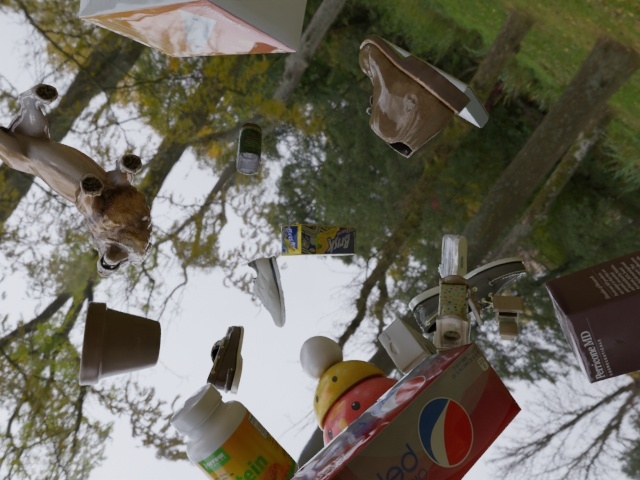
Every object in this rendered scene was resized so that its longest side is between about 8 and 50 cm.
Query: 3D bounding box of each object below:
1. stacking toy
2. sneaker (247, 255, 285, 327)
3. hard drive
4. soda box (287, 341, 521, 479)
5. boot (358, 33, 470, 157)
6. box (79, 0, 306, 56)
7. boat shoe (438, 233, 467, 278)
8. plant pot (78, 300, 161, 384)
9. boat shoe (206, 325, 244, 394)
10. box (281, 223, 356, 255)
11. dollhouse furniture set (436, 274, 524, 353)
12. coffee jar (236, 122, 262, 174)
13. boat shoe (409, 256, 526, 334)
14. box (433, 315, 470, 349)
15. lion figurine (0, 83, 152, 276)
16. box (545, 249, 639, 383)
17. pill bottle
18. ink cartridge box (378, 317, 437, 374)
[{"bbox_3d":[0.092,0.422,1.203,0.350,0.351,0.480,14,-158,-48],"label":"stacking toy"},{"bbox_3d":[-0.164,0.167,1.543,0.090,0.094,0.235,-151,49,-79],"label":"sneaker"},{"bbox_3d":[0.274,-0.406,1.241,0.307,0.040,0.203,43,-166,30],"label":"hard drive"},{"bbox_3d":[0.067,0.206,0.455,0.263,0.092,0.083,-31,-96,-30],"label":"soda box"},{"bbox_3d":[0.101,-0.224,0.736,0.112,0.115,0.305,28,-159,-27],"label":"boot"},{"bbox_3d":[-0.219,-0.438,0.843,0.345,0.168,0.215,13,-174,35],"label":"box"},{"bbox_3d":[0.345,0.072,1.295,0.066,0.184,0.063,-24,-152,-39],"label":"boat shoe"},{"bbox_3d":[-0.646,0.334,1.583,0.229,0.263,0.263,7,-146,-25],"label":"plant pot"},{"bbox_3d":[-0.297,0.360,1.533,0.096,0.117,0.324,11,-161,-11],"label":"boat shoe"},{"bbox_3d":[0.000,0.000,0.943,0.054,0.059,0.169,-1,179,39],"label":"box"},{"bbox_3d":[0.301,0.165,0.913,0.161,0.101,0.182,1,-139,16],"label":"dollhouse furniture set"},{"bbox_3d":[-0.239,-0.313,1.639,0.079,0.096,0.184,7,-134,-12],"label":"coffee jar"},{"bbox_3d":[0.378,0.139,1.219,0.109,0.305,0.091,51,-164,-54],"label":"boat shoe"},{"bbox_3d":[0.488,0.410,1.825,0.149,0.126,0.232,71,-149,-51],"label":"box"},{"bbox_3d":[-0.438,-0.118,0.831,0.392,0.240,0.142,46,-122,-6],"label":"lion figurine"},{"bbox_3d":[0.677,0.120,0.959,0.191,0.381,0.143,60,-160,-21],"label":"box"},{"bbox_3d":[-0.168,0.399,0.935,0.246,0.136,0.136,50,-160,-6],"label":"pill bottle"},{"bbox_3d":[0.284,0.338,1.407,0.212,0.093,0.154,36,-170,-35],"label":"ink cartridge box"}]
